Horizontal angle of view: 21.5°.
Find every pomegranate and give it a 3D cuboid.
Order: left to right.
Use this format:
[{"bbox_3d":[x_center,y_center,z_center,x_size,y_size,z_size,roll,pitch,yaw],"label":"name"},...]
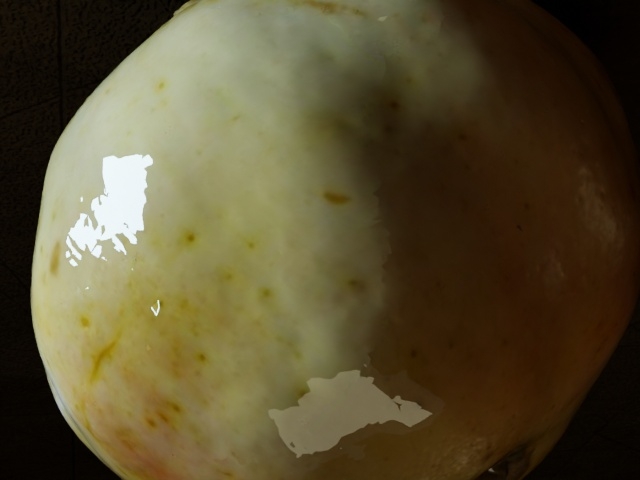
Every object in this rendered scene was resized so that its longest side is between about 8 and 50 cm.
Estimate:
[{"bbox_3d":[0.000,0.000,1.103,0.411,0.411,0.411,3,154,2],"label":"pomegranate"}]
